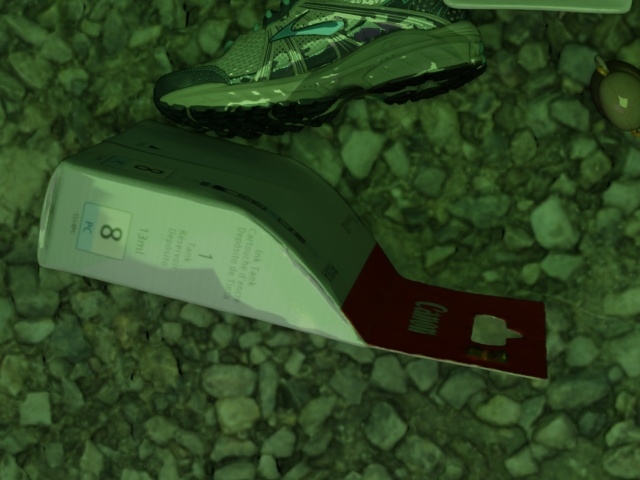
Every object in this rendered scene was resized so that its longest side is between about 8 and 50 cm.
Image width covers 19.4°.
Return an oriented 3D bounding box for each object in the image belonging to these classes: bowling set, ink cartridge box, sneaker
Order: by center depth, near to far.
[{"bbox_3d":[0.000,0.000,1.492,0.385,0.308,0.091,13,100,4],"label":"ink cartridge box"},{"bbox_3d":[0.251,-0.247,1.508,0.200,0.154,0.287,-33,93,10],"label":"bowling set"},{"bbox_3d":[-0.006,-0.165,1.590,0.283,0.110,0.122,-11,78,5],"label":"sneaker"}]

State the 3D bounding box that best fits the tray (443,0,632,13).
[{"bbox_3d":[0.170,-0.300,1.447,0.145,0.030,0.270,3,75,3],"label":"tray"}]
